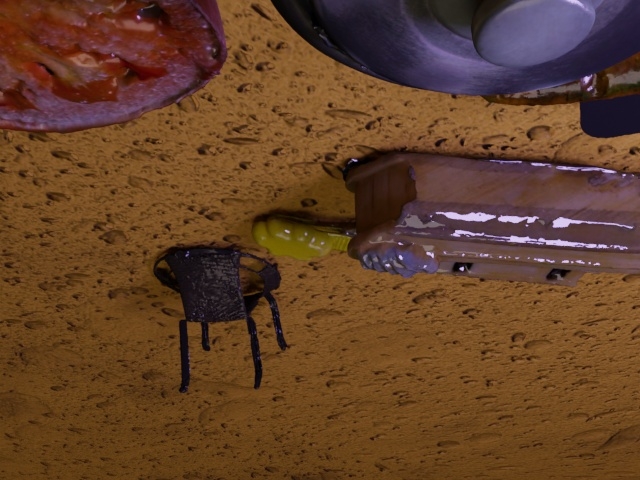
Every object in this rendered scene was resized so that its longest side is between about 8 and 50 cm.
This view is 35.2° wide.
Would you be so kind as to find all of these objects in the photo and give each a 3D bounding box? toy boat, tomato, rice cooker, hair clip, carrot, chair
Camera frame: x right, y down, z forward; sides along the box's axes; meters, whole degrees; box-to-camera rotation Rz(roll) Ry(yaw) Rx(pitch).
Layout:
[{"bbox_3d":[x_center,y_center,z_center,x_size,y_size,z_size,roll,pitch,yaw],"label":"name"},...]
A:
[{"bbox_3d":[0.243,-0.006,1.144,0.445,0.136,0.162,4,149,-9],"label":"toy boat"},{"bbox_3d":[-0.239,-0.211,0.741,0.338,0.143,0.338,3,156,1],"label":"tomato"},{"bbox_3d":[0.092,-0.224,0.544,0.317,0.316,0.264,-8,152,15],"label":"rice cooker"},{"bbox_3d":[0.000,0.000,1.256,0.173,0.046,0.072,6,148,-7],"label":"hair clip"},{"bbox_3d":[0.268,-0.142,0.763,0.314,0.066,0.066,-7,152,12],"label":"carrot"},{"bbox_3d":[-0.137,0.089,1.391,0.174,0.149,0.213,-3,111,12],"label":"chair"}]

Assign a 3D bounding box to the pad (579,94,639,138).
[{"bbox_3d":[0.352,-0.133,0.892,0.250,0.055,0.323,-10,166,10],"label":"pad"}]
